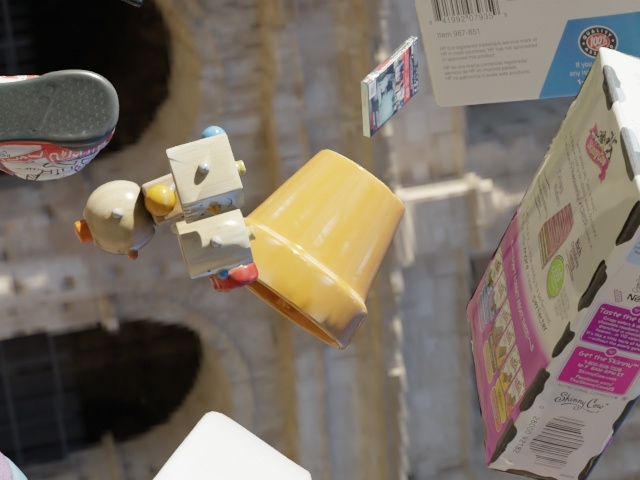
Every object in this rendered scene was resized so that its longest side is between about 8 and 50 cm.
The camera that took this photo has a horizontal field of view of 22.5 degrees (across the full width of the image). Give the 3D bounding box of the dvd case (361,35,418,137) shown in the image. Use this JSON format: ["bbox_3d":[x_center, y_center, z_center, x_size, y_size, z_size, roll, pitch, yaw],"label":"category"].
[{"bbox_3d":[0.090,-0.199,2.075,0.013,0.119,0.087,21,-42,26],"label":"dvd case"}]

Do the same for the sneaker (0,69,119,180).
[{"bbox_3d":[-0.317,-0.100,1.407,0.145,0.270,0.090,143,-54,-72],"label":"sneaker"}]

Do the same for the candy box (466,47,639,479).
[{"bbox_3d":[0.172,0.019,1.017,0.159,0.071,0.233,-92,-161,-50],"label":"candy box"}]

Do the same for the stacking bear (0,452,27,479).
[{"bbox_3d":[-0.344,0.320,1.629,0.164,0.175,0.289,-83,156,-52],"label":"stacking bear"}]

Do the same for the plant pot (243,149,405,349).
[{"bbox_3d":[0.000,0.000,1.968,0.205,0.188,0.205,36,-7,5],"label":"plant pot"}]

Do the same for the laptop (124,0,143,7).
[{"bbox_3d":[-0.162,-0.343,1.120,0.137,0.234,0.264,-23,-130,45],"label":"laptop"}]

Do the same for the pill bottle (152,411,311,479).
[{"bbox_3d":[0.045,0.176,0.397,0.278,0.162,0.162,36,-20,1],"label":"pill bottle"}]

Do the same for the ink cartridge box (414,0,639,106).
[{"bbox_3d":[0.195,-0.289,1.427,0.223,0.129,0.307,-2,-69,32],"label":"ink cartridge box"}]

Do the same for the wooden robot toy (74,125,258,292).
[{"bbox_3d":[-0.076,-0.006,0.767,0.173,0.079,0.076,168,-94,-82],"label":"wooden robot toy"}]
